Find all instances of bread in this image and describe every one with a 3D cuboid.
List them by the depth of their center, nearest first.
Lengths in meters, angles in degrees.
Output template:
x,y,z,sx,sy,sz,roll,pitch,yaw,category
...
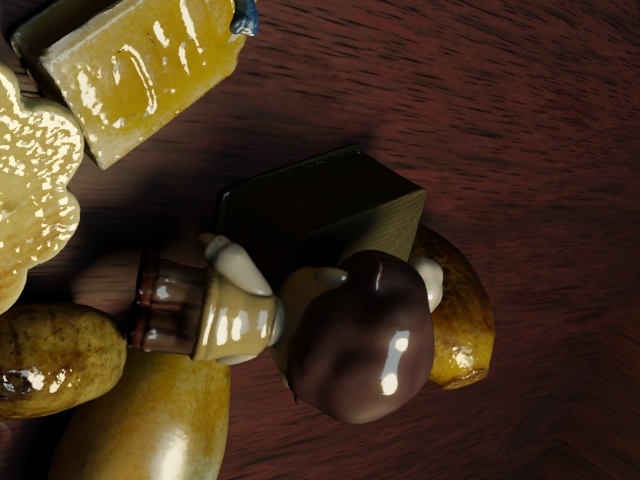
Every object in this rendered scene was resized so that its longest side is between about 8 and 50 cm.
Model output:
x,y,z,sx,sy,sz,roll,pitch,yaw,category
-0.366,-0.039,0.862,0.316,0.054,0.316,-21,135,-23,bread

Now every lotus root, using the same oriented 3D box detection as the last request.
x,y,z,sx,sy,sz,roll,pitch,yaw,category
-0.326,0.133,1.030,0.145,0.128,0.260,-31,160,34,lotus root
0.174,0.115,1.526,0.193,0.291,0.193,-23,146,-16,lotus root

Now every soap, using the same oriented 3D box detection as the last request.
x,y,z,sx,sy,sz,roll,pitch,yaw,category
-0.170,-0.211,0.968,0.257,0.080,0.160,-42,144,-19,soap

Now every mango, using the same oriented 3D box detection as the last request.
x,y,z,sx,sy,sz,roll,pitch,yaw,category
-0.225,0.259,1.225,0.221,0.199,0.384,34,78,-52,mango

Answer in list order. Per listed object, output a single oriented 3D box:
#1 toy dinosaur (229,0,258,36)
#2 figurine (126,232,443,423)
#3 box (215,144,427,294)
x,y,z,sx,sy,sz,roll,pitch,yaw,category
-0.116,-0.331,0.869,0.188,0.075,0.248,11,96,-26,toy dinosaur
-0.038,0.098,1.133,0.206,0.365,0.218,-84,-173,-83,figurine
-0.002,-0.001,1.313,0.273,0.143,0.184,-22,135,-41,box
